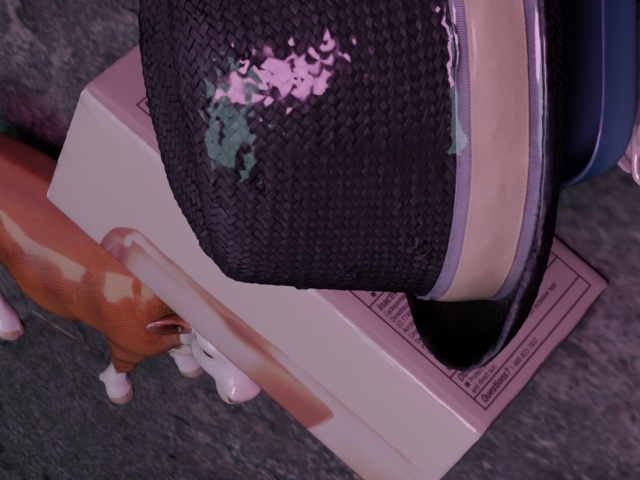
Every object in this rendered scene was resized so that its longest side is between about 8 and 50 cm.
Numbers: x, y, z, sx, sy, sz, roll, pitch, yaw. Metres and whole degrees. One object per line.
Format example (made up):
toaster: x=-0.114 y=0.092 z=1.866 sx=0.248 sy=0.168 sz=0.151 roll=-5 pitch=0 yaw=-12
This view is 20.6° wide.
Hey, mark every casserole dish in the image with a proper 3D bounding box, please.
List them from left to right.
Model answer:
casserole dish: x=0.111 y=-0.106 z=0.855 sx=0.114 sy=0.037 sz=0.188 roll=-4 pitch=86 yaw=58

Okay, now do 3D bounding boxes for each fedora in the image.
fedora: x=-0.001 y=-0.098 z=0.817 sx=0.334 sy=0.152 sz=0.334 roll=173 pitch=90 yaw=-78

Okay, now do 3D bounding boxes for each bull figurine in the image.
bull figurine: x=-0.158 y=0.029 z=1.290 sx=0.310 sy=0.101 sz=0.188 roll=35 pitch=146 yaw=15

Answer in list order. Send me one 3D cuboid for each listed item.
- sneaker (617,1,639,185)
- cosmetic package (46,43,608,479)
sneaker: x=0.187 y=-0.044 z=0.839 sx=0.232 sy=0.115 sz=0.090 roll=17 pitch=136 yaw=35
cosmetic package: x=0.000 y=0.000 z=1.052 sx=0.296 sy=0.153 sz=0.129 roll=42 pitch=145 yaw=7
